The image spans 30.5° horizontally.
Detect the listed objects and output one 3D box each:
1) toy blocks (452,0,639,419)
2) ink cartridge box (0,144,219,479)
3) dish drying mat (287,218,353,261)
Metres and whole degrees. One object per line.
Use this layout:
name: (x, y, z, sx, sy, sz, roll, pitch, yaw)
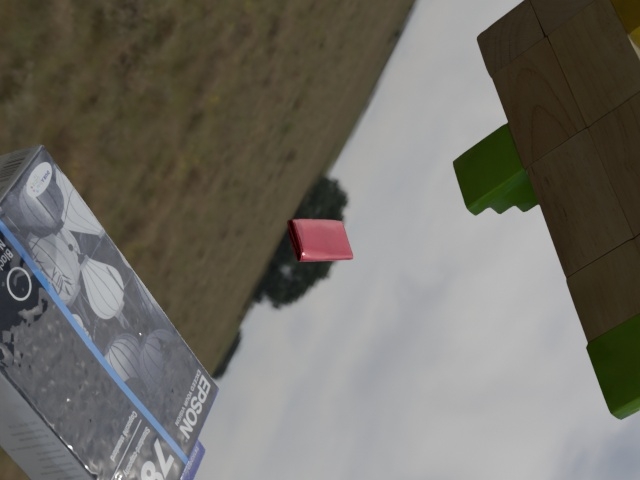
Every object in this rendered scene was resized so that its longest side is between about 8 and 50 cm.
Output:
toy blocks: (0.250, -0.011, 0.807, 0.190, 0.261, 0.381, -35, -139, 24)
ink cartridge box: (-0.171, 0.107, 0.883, 0.065, 0.333, 0.165, -12, -144, 28)
dish drying mat: (0.000, 0.000, 0.859, 0.008, 0.032, 0.083, -22, 170, 25)
